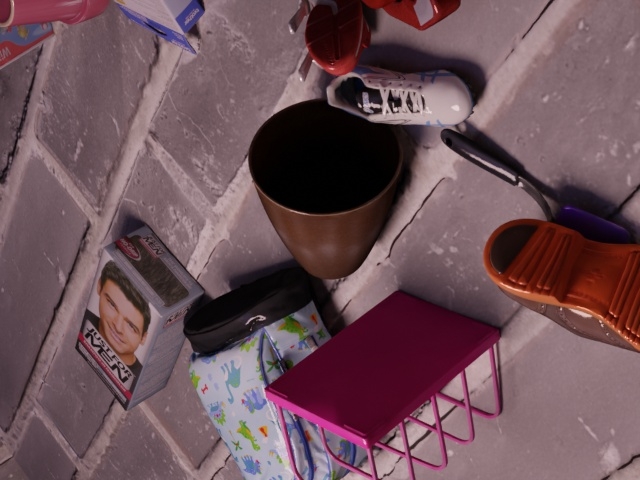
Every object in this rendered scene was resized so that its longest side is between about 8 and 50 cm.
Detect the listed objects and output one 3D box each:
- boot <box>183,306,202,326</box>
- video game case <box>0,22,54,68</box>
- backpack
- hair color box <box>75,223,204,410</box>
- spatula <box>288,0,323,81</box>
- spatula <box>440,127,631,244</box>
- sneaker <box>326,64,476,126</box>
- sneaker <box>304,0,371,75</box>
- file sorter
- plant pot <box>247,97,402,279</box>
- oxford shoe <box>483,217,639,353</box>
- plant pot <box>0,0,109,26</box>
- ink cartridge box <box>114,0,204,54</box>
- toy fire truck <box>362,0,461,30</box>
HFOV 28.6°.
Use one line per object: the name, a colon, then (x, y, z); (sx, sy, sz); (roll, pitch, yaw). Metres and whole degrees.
boot: (-0.180, 0.219, 2.366); (0.219, 0.082, 0.106); (53, 166, 1)
video game case: (-0.570, -0.465, 2.217); (0.025, 0.204, 0.285); (-1, 116, 23)
backpack: (-0.066, 0.263, 2.121); (0.290, 0.273, 0.355); (-19, 112, 47)
hair color box: (-0.367, 0.160, 2.492); (0.185, 0.113, 0.374); (47, 142, 16)
spatula: (-0.024, -0.300, 1.689); (0.019, 0.242, 0.168); (-9, 109, 7)
spatula: (0.270, -0.062, 1.636); (0.296, 0.030, 0.084); (40, 147, 25)
sneaker: (0.107, -0.190, 1.696); (0.237, 0.086, 0.085); (12, 122, 44)
sneaker: (0.040, -0.272, 1.660); (0.087, 0.221, 0.128); (-22, 136, 19)
file sorter: (0.104, 0.245, 1.842); (0.202, 0.291, 0.182); (20, 132, 42)
plant pot: (0.013, -0.052, 1.833); (0.215, 0.215, 0.230); (37, 154, 27)
oxford shoe: (0.384, 0.076, 1.559); (0.364, 0.130, 0.133); (25, 166, 29)
plant pot: (-0.487, -0.452, 2.137); (0.201, 0.180, 0.201); (29, 134, 35)
ink cartridge box: (-0.297, -0.433, 1.953); (0.186, 0.065, 0.311); (30, 161, 35)
toy fire truck: (0.070, -0.401, 1.552); (0.302, 0.169, 0.254); (61, 171, -5)
